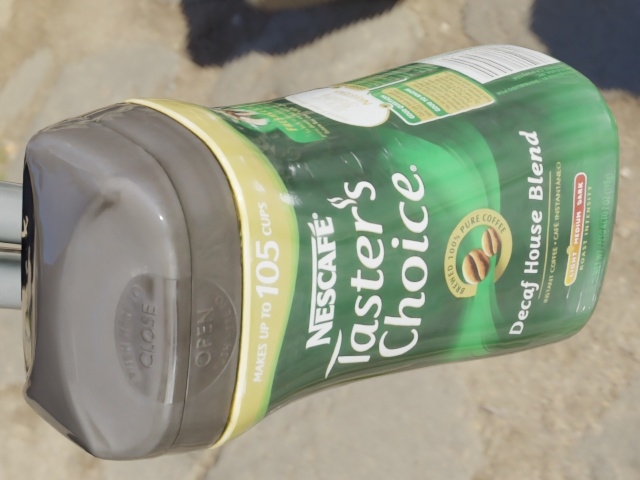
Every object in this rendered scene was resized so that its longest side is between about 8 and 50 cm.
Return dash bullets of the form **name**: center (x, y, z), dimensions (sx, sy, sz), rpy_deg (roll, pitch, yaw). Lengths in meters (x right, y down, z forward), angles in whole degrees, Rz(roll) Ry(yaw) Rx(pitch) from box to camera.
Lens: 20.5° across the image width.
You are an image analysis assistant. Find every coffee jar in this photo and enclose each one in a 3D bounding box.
- **coffee jar**: center (0.000, 0.000, 0.516), dimensions (0.079, 0.184, 0.096), rpy_deg (27, 122, 45)

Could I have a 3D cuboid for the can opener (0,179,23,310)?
- **can opener**: center (-0.217, -0.009, 0.929), dimensions (0.093, 0.280, 0.074), rpy_deg (30, 106, 45)
